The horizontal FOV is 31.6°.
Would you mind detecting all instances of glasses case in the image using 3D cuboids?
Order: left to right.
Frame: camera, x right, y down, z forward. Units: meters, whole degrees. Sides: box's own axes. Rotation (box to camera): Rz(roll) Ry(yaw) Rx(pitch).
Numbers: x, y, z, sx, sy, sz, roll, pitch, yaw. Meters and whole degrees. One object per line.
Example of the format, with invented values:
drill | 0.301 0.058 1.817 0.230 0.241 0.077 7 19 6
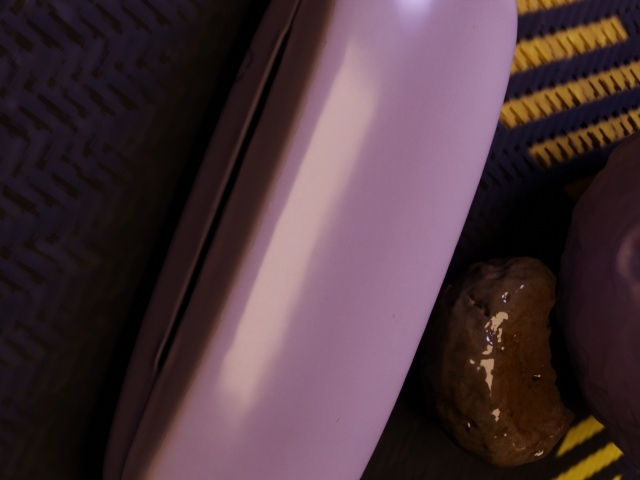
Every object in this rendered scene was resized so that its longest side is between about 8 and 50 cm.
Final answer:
glasses case | 0.000 0.000 0.476 0.113 0.075 0.296 23 86 -43

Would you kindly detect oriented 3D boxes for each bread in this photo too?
bread | 0.085 0.065 0.584 0.082 0.060 0.113 -24 116 -36

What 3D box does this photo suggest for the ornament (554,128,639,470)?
ornament | 0.249 0.022 0.590 0.259 0.259 0.225 -35 87 -29
